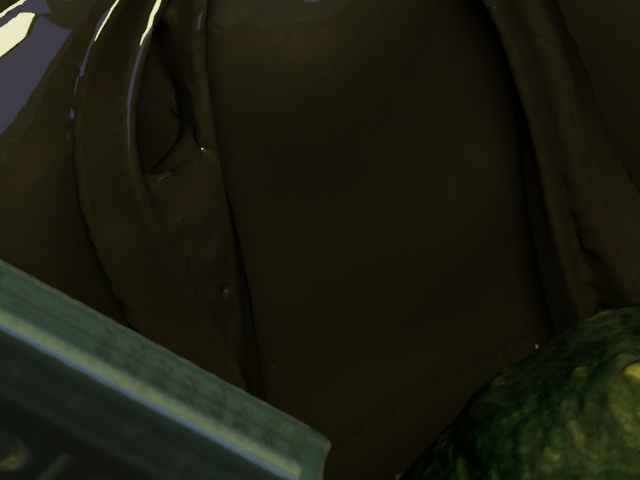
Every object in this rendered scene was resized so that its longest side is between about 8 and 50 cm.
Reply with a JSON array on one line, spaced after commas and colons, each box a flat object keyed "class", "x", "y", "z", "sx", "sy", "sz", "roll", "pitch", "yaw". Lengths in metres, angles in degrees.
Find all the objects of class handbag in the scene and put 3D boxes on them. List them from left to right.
[{"class": "handbag", "x": 0.000, "y": 0.000, "z": 0.529, "sx": 0.285, "sy": 0.113, "sz": 0.257, "roll": -29, "pitch": 124, "yaw": -10}]

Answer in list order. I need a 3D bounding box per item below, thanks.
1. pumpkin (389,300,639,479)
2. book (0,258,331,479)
[{"class": "pumpkin", "x": 0.091, "y": 0.094, "z": 0.468, "sx": 0.212, "sy": 0.152, "sz": 0.211, "roll": -17, "pitch": 136, "yaw": -17}, {"class": "book", "x": -0.159, "y": 0.038, "z": 0.446, "sx": 0.269, "sy": 0.025, "sz": 0.191, "roll": 31, "pitch": 133, "yaw": -19}]
